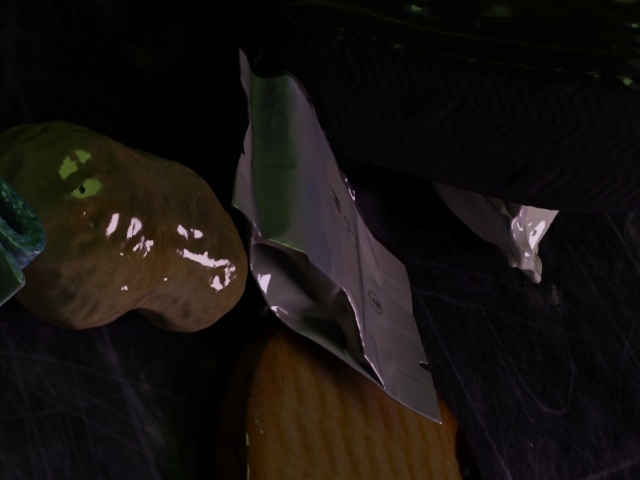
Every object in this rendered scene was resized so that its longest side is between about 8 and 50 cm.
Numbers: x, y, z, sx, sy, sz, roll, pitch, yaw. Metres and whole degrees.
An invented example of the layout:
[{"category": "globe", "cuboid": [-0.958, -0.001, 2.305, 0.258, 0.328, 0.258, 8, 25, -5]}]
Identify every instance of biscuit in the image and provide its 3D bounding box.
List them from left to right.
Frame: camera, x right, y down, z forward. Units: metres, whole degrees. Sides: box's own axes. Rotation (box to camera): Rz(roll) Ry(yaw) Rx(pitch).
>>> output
[{"category": "biscuit", "cuboid": [0.035, 0.200, 1.231, 0.318, 0.040, 0.318, 38, 39, -38]}]

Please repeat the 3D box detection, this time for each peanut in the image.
[{"category": "peanut", "cuboid": [-0.125, 0.001, 1.072, 0.236, 0.110, 0.120, 31, 40, -56]}]

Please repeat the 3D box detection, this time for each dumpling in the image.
[{"category": "dumpling", "cuboid": [0.166, -0.076, 1.541, 0.193, 0.147, 0.258, 70, 12, -63]}]

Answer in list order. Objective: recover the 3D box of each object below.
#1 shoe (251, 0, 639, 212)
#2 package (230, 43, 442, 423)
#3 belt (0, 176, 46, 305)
[{"category": "shoe", "cuboid": [0.145, -0.161, 1.386, 0.171, 0.384, 0.237, 96, 5, -45]}, {"category": "package", "cuboid": [0.000, 0.000, 1.267, 0.251, 0.062, 0.204, 51, 21, -33]}, {"category": "belt", "cuboid": [-0.252, -0.086, 0.917, 0.302, 0.072, 0.087, 55, 25, 9]}]
